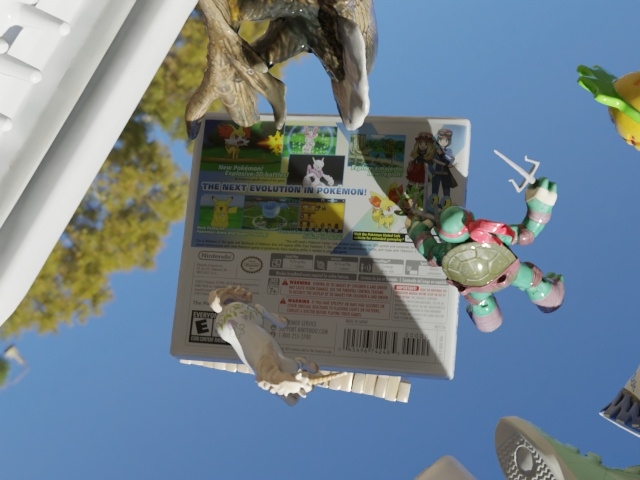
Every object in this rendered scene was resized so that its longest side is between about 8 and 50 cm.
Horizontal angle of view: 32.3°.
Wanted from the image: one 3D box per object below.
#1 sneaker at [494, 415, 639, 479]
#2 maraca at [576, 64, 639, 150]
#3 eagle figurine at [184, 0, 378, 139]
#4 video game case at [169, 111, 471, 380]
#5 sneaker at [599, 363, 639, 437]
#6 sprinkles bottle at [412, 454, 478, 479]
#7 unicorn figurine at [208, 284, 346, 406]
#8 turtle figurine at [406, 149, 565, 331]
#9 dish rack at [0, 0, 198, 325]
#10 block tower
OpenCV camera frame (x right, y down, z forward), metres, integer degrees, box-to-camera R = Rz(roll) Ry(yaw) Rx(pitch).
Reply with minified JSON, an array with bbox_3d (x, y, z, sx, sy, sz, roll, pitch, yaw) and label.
[{"bbox_3d":[0.338,0.294,1.355,0.151,0.094,0.256,-17,-137,-35],"label":"sneaker"},{"bbox_3d":[0.395,-0.163,1.346,0.127,0.186,0.099,-70,-174,-63],"label":"maraca"},{"bbox_3d":[-0.002,-0.244,0.990,0.226,0.225,0.298,-1,-143,51],"label":"eagle figurine"},{"bbox_3d":[0.000,0.000,1.281,0.329,0.036,0.299,3,-101,13],"label":"video game case"},{"bbox_3d":[0.472,0.174,1.379,0.182,0.127,0.315,-64,-169,-5],"label":"sneaker"},{"bbox_3d":[0.174,0.325,0.805,0.121,0.355,0.121,-41,166,-13],"label":"sprinkles bottle"},{"bbox_3d":[-0.039,0.095,0.917,0.162,0.111,0.060,33,-89,23],"label":"unicorn figurine"},{"bbox_3d":[0.170,0.007,1.174,0.175,0.234,0.118,-4,-128,30],"label":"turtle figurine"},{"bbox_3d":[-0.172,-0.126,0.383,0.072,0.333,0.285,21,-103,29],"label":"dish rack"},{"bbox_3d":[-0.030,0.158,1.642,0.336,0.097,0.091,11,-174,1],"label":"block tower"}]
